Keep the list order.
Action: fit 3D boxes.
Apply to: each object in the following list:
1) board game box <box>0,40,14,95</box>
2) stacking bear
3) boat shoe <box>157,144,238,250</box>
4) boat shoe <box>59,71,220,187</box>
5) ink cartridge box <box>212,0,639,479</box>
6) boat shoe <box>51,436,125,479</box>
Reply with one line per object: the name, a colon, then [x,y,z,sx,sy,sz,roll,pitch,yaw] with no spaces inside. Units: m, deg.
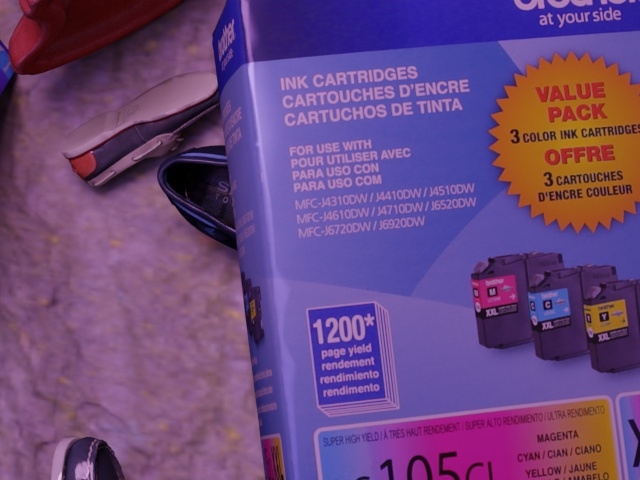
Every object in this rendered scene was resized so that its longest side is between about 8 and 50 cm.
board game box: [-0.406,-0.030,1.323,0.347,0.233,0.078,-29,112,19]
stacking bear: [-0.204,-0.295,1.275,0.164,0.175,0.289,-25,82,-19]
boat shoe: [0.000,0.000,1.221,0.258,0.089,0.109,11,92,24]
boat shoe: [-0.126,-0.081,1.308,0.137,0.049,0.043,-24,120,18]
ink cartridge box: [0.081,-0.025,1.096,0.270,0.151,0.395,-6,82,-10]
boat shoe: [-0.127,0.258,1.260,0.079,0.095,0.254,-16,84,22]
